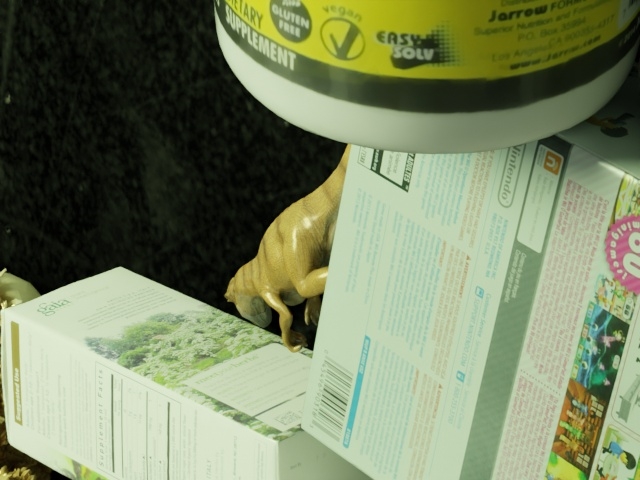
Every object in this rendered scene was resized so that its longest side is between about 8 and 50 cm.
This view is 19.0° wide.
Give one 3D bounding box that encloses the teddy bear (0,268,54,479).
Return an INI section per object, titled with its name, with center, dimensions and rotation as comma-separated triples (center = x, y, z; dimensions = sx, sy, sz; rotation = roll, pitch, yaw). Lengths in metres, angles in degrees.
[teddy bear]
center = -0.252, 0.147, 1.287
dimensions = 0.245, 0.113, 0.338
rotation = 43, 131, 30

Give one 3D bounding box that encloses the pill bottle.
[pill bottle]
center = 0.048, -0.216, 0.743
dimensions = 0.188, 0.188, 0.334
rotation = 32, 137, 34

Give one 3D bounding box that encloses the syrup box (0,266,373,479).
[syrup box]
center = -0.075, 0.101, 1.099
dimensions = 0.237, 0.093, 0.096
rotation = 20, 119, 40

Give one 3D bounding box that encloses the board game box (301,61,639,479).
[board game box]
center = 0.141, 0.054, 0.858
dimensions = 0.303, 0.097, 0.224
rotation = 34, 127, 35

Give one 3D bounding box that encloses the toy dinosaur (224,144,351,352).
[toy dinosaur]
center = 0.000, 0.000, 1.007
dimensions = 0.112, 0.064, 0.211
rotation = 55, 135, 18

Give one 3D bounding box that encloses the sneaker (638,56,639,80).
[sneaker]
center = 0.212, -0.057, 0.752
dimensions = 0.188, 0.066, 0.071
rotation = 27, 157, 26
